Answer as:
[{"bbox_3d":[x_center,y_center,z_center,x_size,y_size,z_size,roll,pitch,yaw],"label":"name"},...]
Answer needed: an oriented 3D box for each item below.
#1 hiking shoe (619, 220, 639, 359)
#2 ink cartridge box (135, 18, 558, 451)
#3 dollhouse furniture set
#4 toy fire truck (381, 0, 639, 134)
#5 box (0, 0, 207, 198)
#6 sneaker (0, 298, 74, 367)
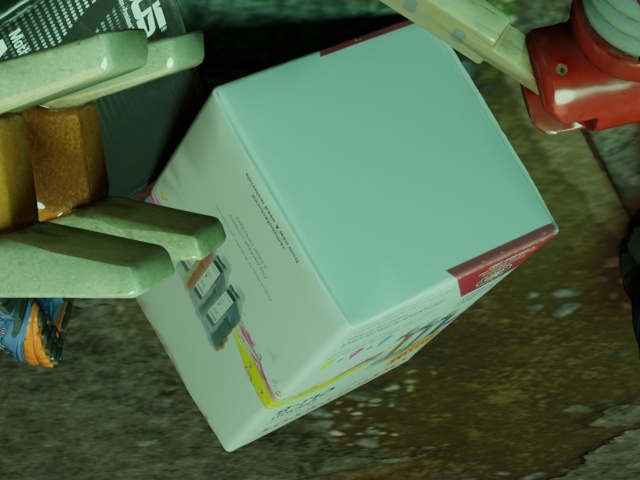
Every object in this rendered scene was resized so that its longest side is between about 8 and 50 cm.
[{"bbox_3d":[0.232,0.009,0.960,0.113,0.132,0.304,-5,155,2],"label":"hiking shoe"},{"bbox_3d":[0.000,0.000,0.867,0.128,0.127,0.176,-24,167,-30],"label":"ink cartridge box"},{"bbox_3d":[-0.108,-0.122,0.512,0.135,0.262,0.259,-5,-173,8],"label":"dollhouse furniture set"},{"bbox_3d":[0.117,-0.117,0.686,0.246,0.158,0.217,-13,156,-4],"label":"toy fire truck"},{"bbox_3d":[-0.140,-0.050,0.778,0.184,0.045,0.190,-34,157,-11],"label":"box"},{"bbox_3d":[-0.198,0.014,0.977,0.087,0.083,0.221,2,153,5],"label":"sneaker"}]
